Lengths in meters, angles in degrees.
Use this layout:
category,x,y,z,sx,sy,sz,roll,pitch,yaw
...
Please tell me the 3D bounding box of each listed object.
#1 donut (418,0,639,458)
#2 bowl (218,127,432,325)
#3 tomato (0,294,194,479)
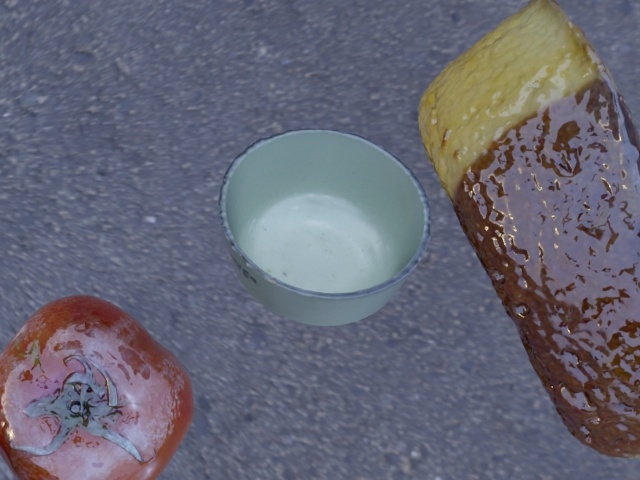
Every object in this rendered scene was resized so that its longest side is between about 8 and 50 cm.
category,x,y,z,sx,sy,sz,roll,pitch,yaw
donut,0.130,-0.016,0.703,0.112,0.151,0.295,-30,62,11
bowl,0.000,0.000,1.300,0.211,0.112,0.211,3,53,-5
tomato,-0.256,0.181,1.450,0.232,0.188,0.232,0,89,4
